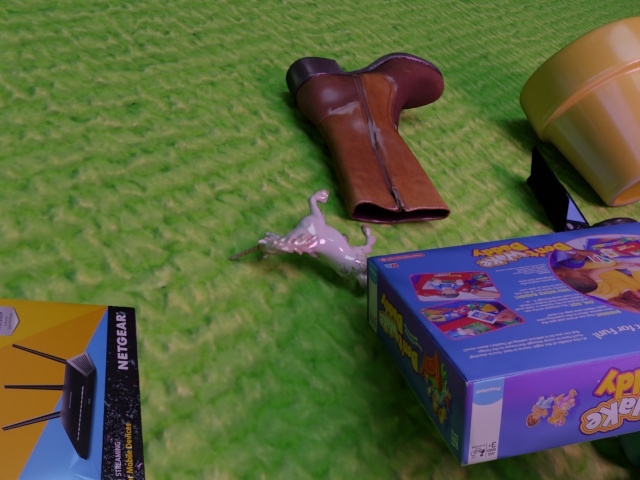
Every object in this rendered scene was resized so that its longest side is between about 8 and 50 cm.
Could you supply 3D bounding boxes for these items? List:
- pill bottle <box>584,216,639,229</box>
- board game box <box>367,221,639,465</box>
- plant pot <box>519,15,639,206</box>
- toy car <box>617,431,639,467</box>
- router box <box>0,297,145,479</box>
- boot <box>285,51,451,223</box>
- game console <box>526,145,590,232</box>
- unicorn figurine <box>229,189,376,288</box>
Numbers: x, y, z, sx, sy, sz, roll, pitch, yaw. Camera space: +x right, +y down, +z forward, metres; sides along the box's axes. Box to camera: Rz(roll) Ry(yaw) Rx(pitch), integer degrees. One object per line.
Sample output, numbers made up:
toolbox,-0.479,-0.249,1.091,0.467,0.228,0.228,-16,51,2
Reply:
pill bottle,0.396,0.087,0.836,0.122,0.123,0.219,5,44,-27
board game box,0.243,0.074,0.638,0.347,0.078,0.233,-7,24,-12
plant pot,0.499,-0.196,1.132,0.254,0.254,0.239,-7,67,-37
toy car,0.443,0.226,0.622,0.210,0.238,0.219,13,41,-19
router box,-0.199,0.126,0.489,0.133,0.046,0.179,6,44,-26
boot,0.111,-0.147,0.938,0.264,0.096,0.280,-1,48,-32
game console,0.370,-0.073,1.035,0.107,0.071,0.122,8,44,-24
unicorn figurine,0.000,0.000,0.737,0.162,0.060,0.111,25,38,-5
